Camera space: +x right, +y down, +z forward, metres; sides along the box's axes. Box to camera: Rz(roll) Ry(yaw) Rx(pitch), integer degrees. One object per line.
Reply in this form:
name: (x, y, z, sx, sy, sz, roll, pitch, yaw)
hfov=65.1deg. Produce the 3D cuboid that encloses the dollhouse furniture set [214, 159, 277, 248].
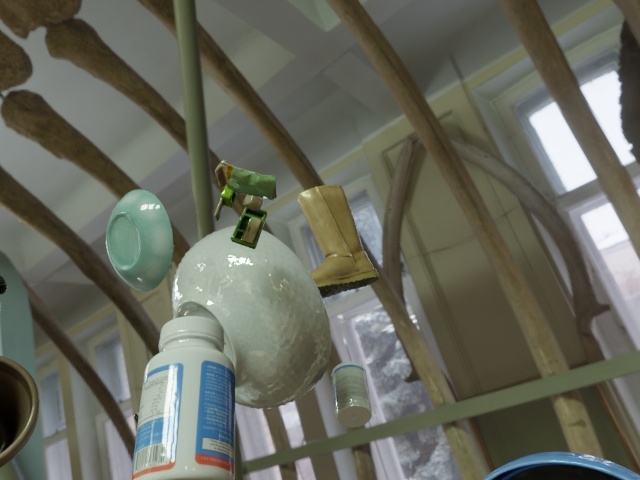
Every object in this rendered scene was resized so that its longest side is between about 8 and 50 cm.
dollhouse furniture set: (-0.102, -0.042, 0.668, 0.076, 0.058, 0.151, 19, -18, 1)

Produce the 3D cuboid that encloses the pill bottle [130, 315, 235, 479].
pill bottle: (-0.175, 0.219, 0.669, 0.124, 0.221, 0.124, -4, -40, -3)

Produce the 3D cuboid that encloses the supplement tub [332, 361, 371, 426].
supplement tub: (0.060, 0.296, 0.973, 0.071, 0.107, 0.071, -1, -55, -2)

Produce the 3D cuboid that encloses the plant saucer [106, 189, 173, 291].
plant saucer: (-0.352, 0.001, 0.935, 0.195, 0.195, 0.037, -32, -14, 32)

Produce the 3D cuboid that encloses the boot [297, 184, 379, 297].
boot: (0.000, 0.000, 1.219, 0.236, 0.269, 0.089, -8, -25, -34)

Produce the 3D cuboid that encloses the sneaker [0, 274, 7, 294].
sneaker: (-0.650, 0.109, 0.893, 0.178, 0.077, 0.072, -47, -28, -35)

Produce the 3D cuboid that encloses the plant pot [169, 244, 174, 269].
plant pot: (-0.506, 0.045, 1.614, 0.083, 0.079, 0.083, 16, -9, 3)

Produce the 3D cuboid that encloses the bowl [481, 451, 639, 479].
bowl: (0.419, 0.532, 0.796, 0.391, 0.391, 0.077, -30, -15, 29)

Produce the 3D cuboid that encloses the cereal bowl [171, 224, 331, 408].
cereal bowl: (-0.153, 0.151, 0.887, 0.141, 0.339, 0.339, -24, -10, -46)

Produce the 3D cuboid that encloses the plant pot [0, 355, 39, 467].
plant pot: (-0.765, 0.414, 1.108, 0.263, 0.263, 0.229, -6, -34, -30)

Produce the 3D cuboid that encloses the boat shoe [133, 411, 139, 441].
boat shoe: (-0.381, 0.435, 1.087, 0.038, 0.125, 0.046, -28, -16, -16)
